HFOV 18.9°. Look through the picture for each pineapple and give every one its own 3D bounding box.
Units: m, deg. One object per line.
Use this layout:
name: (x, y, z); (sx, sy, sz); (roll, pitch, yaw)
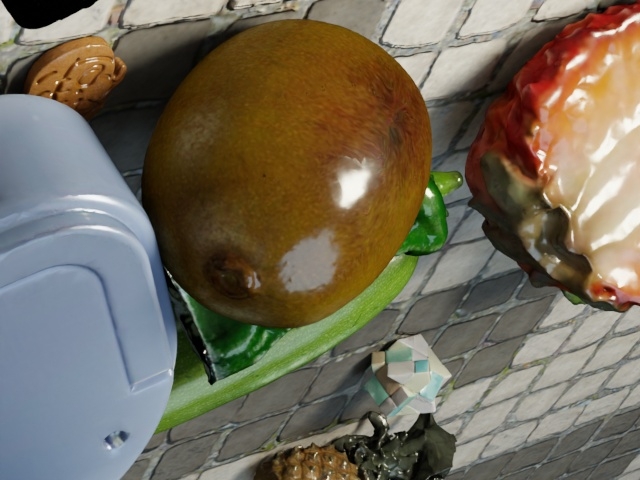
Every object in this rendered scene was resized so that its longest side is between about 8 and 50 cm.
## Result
pineapple: (0.048, 0.257, 2.128); (0.237, 0.119, 0.111); (-20, 166, -28)

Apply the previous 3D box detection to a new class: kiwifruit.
kiwifruit: (-0.025, -0.044, 1.359); (0.196, 0.196, 0.234); (118, -4, -47)

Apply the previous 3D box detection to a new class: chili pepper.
chili pepper: (0.000, 0.000, 1.602); (0.270, 0.136, 0.099); (-26, 179, -10)

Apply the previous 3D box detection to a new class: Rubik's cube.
Rubik's cube: (0.088, 0.146, 2.015); (0.073, 0.084, 0.075); (-5, 128, -52)

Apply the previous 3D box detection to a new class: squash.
squash: (-0.080, 0.084, 1.679); (0.395, 0.107, 0.107); (-28, 155, -12)

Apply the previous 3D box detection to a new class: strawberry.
strawberry: (0.278, -0.103, 1.689); (0.336, 0.149, 0.265); (-44, 113, -9)

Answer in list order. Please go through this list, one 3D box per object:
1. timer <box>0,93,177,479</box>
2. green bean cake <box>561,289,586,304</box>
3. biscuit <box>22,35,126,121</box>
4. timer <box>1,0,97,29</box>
timer: (-0.290, 0.094, 1.353); (0.395, 0.173, 0.395); (-21, 141, -18)
green bean cake: (0.347, -0.051, 1.906); (0.248, 0.125, 0.222); (-9, 147, -32)
biscuit: (-0.170, -0.106, 1.333); (0.078, 0.015, 0.091); (-21, 153, -22)
timer: (-0.119, -0.215, 1.154); (0.187, 0.055, 0.144); (-31, 157, -12)
